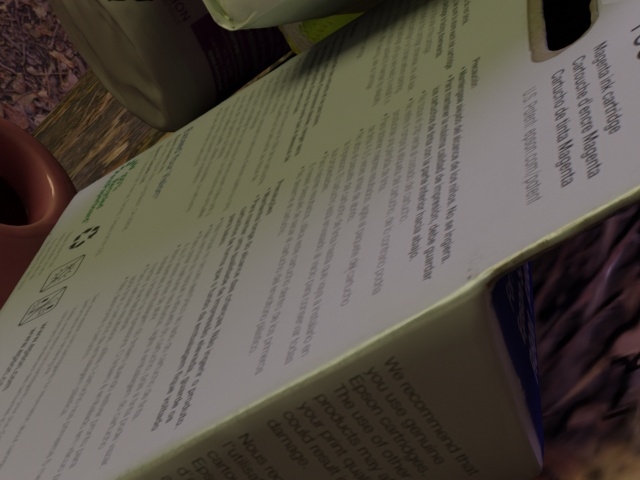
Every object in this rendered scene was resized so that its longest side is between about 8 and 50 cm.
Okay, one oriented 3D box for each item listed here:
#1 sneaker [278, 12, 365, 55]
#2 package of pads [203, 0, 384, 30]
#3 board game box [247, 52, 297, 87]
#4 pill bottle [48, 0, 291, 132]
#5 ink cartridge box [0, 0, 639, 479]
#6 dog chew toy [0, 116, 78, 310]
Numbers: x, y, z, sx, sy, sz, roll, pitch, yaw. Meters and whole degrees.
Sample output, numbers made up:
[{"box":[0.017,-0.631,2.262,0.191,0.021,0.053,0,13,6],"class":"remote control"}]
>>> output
[{"box":[0.065,-0.205,0.815,0.240,0.091,0.126,-40,9,1],"class":"sneaker"},{"box":[0.091,-0.205,0.570,0.296,0.101,0.229,-32,-7,38],"class":"package of pads"},{"box":[-0.085,-0.056,0.938,0.186,0.026,0.126,-29,22,44],"class":"board game box"},{"box":[-0.046,-0.230,0.980,0.301,0.169,0.169,-40,13,-17],"class":"pill bottle"},{"box":[0.000,0.000,0.482,0.330,0.071,0.324,-29,20,21],"class":"ink cartridge box"},{"box":[-0.313,0.053,0.953,0.332,0.206,0.207,-45,13,33],"class":"dog chew toy"}]
